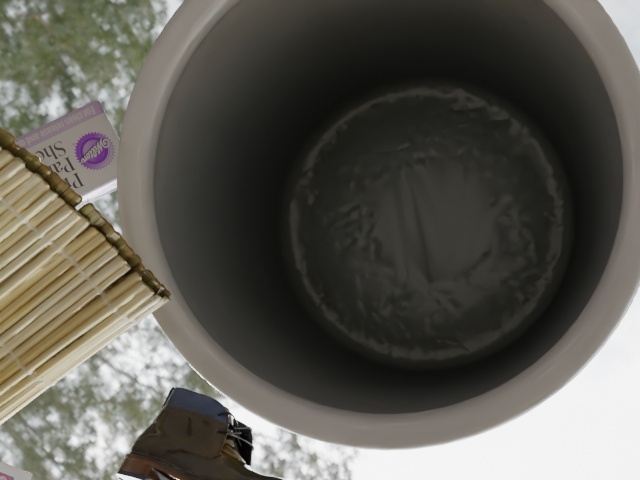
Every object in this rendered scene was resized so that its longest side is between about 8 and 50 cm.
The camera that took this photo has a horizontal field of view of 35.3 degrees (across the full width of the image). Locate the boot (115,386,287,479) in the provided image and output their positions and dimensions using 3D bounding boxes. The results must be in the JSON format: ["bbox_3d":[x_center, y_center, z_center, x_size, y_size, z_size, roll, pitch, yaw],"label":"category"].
[{"bbox_3d":[-0.091,0.196,0.942,0.219,0.082,0.106,3,-123,34],"label":"boot"}]

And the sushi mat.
[{"bbox_3d":[-0.247,0.071,0.562,0.316,0.151,0.019,-36,-153,15],"label":"sushi mat"}]

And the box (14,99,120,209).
[{"bbox_3d":[-0.295,-0.003,0.746,0.324,0.067,0.063,-28,-179,-14],"label":"box"}]

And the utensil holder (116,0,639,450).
[{"bbox_3d":[0.069,-0.029,0.777,0.328,0.385,0.327,-1,-93,11],"label":"utensil holder"}]

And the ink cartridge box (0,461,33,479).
[{"bbox_3d":[-0.565,0.287,1.296,0.176,0.371,0.069,-12,-121,26],"label":"ink cartridge box"}]
